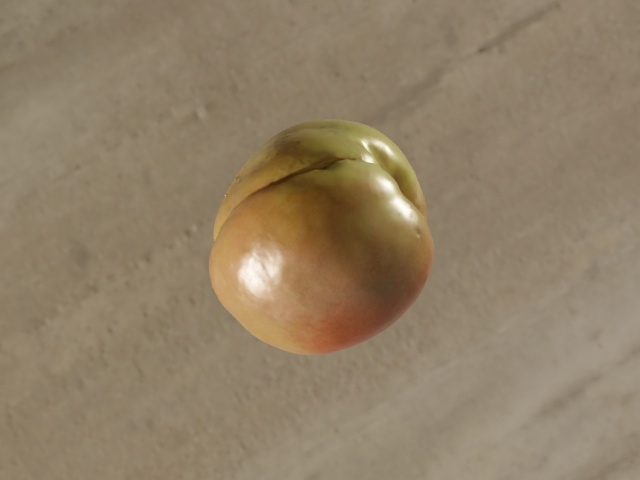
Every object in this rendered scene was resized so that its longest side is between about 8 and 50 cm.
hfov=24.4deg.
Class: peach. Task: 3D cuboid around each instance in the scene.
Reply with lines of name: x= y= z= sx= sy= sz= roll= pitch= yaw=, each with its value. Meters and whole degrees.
peach: x=0.000 y=0.000 z=1.150 sx=0.184 sy=0.184 sz=0.184 roll=-23 pitch=-157 yaw=11
